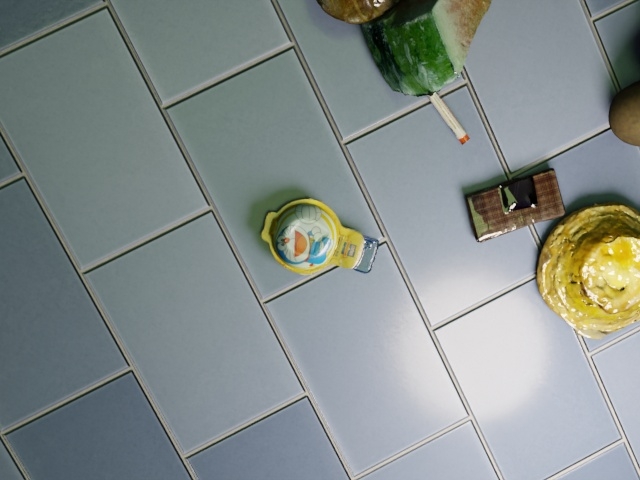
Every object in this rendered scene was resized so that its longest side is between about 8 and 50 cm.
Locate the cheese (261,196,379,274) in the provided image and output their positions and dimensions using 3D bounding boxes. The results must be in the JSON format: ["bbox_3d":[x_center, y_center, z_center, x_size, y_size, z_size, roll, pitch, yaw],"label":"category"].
[{"bbox_3d":[0.000,0.000,1.642,0.270,0.069,0.177,16,94,-9],"label":"cheese"}]

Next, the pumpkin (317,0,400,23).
[{"bbox_3d":[0.089,-0.563,1.541,0.219,0.162,0.219,-8,65,17],"label":"pumpkin"}]

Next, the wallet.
[{"bbox_3d":[0.466,-0.085,1.707,0.230,0.042,0.124,-18,101,-3],"label":"wallet"}]

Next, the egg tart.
[{"bbox_3d":[0.695,0.071,1.711,0.341,0.129,0.341,-1,96,-8],"label":"egg tart"}]

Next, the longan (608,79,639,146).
[{"bbox_3d":[0.767,-0.303,1.656,0.167,0.167,0.187,40,97,-10],"label":"longan"}]

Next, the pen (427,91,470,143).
[{"bbox_3d":[0.278,-0.318,1.665,0.026,0.026,0.218,-38,99,-2],"label":"pen"}]

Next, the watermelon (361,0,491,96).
[{"bbox_3d":[0.223,-0.477,1.540,0.151,0.264,0.302,30,82,-28],"label":"watermelon"}]
